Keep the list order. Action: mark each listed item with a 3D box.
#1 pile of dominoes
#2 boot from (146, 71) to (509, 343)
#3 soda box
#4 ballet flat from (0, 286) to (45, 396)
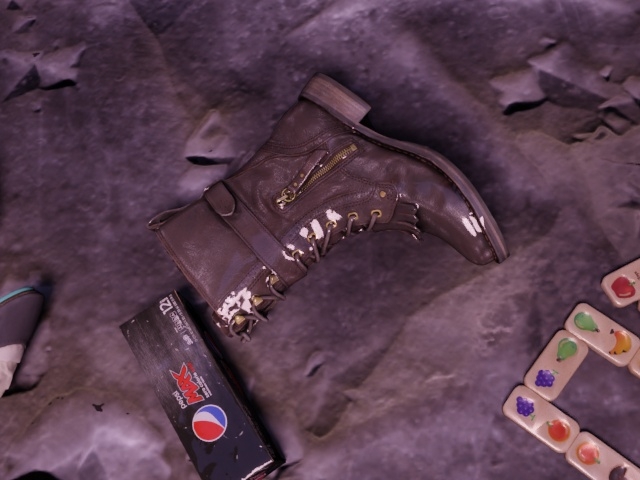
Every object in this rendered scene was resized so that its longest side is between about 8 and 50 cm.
[{"bbox_3d":[0.300,0.128,0.526,0.251,0.040,0.196,35,80,17],"label":"pile of dominoes"},{"bbox_3d":[0.000,0.000,0.602,0.263,0.091,0.229,41,87,23],"label":"boot"},{"bbox_3d":[-0.099,0.128,0.579,0.060,0.053,0.169,-34,69,-3],"label":"soda box"},{"bbox_3d":[-0.318,0.123,0.608,0.203,0.074,0.074,-34,70,-2],"label":"ballet flat"}]
